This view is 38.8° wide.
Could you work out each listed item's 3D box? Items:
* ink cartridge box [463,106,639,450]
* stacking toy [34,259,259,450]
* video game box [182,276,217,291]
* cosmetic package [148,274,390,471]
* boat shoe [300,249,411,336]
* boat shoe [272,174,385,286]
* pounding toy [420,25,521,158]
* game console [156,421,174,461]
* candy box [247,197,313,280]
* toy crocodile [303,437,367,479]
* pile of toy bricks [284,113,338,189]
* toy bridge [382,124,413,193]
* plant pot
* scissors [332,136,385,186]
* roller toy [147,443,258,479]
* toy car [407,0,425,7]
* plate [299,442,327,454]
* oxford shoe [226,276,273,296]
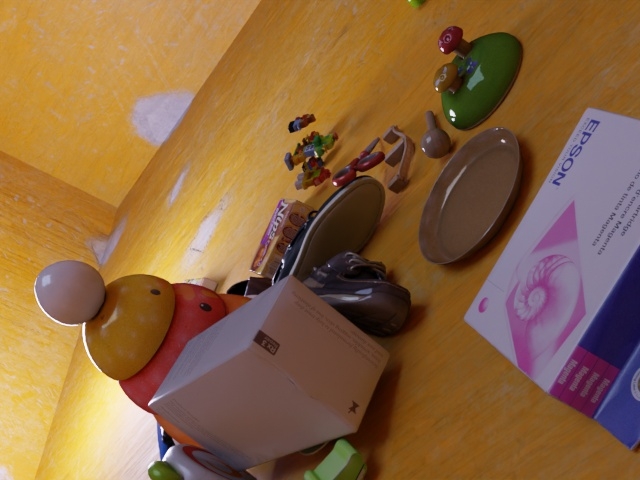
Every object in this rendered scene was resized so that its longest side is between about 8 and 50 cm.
[{"bbox_3d":[0.328,0.020,1.039,0.324,0.071,0.330,-60,20,6],"label":"ink cartridge box"},{"bbox_3d":[-0.324,0.180,1.721,0.350,0.480,0.351,-31,42,32],"label":"stacking toy"},{"bbox_3d":[-0.364,0.202,2.461,0.187,0.048,0.205,-8,58,62],"label":"video game box"},{"bbox_3d":[-0.094,0.228,1.469,0.385,0.217,0.156,-33,22,49],"label":"cosmetic package"},{"bbox_3d":[0.044,0.079,1.539,0.355,0.132,0.130,-9,57,63],"label":"boat shoe"},{"bbox_3d":[0.003,0.001,1.735,0.340,0.127,0.113,-63,31,25],"label":"boat shoe"},{"bbox_3d":[0.228,-0.276,1.567,0.237,0.110,0.183,-50,24,30],"label":"pounding toy"},{"bbox_3d":[-0.282,0.401,2.060,0.293,0.173,0.250,-125,33,-67],"label":"game console"},{"bbox_3d":[-0.092,-0.003,2.063,0.187,0.053,0.109,-66,21,-4],"label":"candy box"},{"bbox_3d":[-0.037,0.445,1.325,0.341,0.105,0.115,-61,21,4],"label":"toy crocodile"},{"bbox_3d":[-0.008,-0.217,2.084,0.105,0.118,0.212,-15,32,20],"label":"pile of toy bricks"},{"bbox_3d":[0.150,-0.169,1.735,0.063,0.026,0.188,-47,26,31],"label":"toy bridge"},{"bbox_3d":[0.236,-0.064,1.403,0.236,0.032,0.236,-48,26,32],"label":"plant pot"},{"bbox_3d":[0.072,-0.158,1.753,0.109,0.021,0.297,-31,12,9],"label":"scissors"},{"bbox_3d":[-0.204,0.459,1.580,0.146,0.209,0.191,-64,-9,-3],"label":"roller toy"},{"bbox_3d":[0.218,-0.642,1.998,0.188,0.155,0.149,-42,27,17],"label":"toy car"},{"bbox_3d":[0.013,0.274,1.527,0.188,0.024,0.188,-49,24,31],"label":"plate"},{"bbox_3d":[-0.179,0.138,2.030,0.271,0.098,0.097,-37,33,49],"label":"oxford shoe"}]
